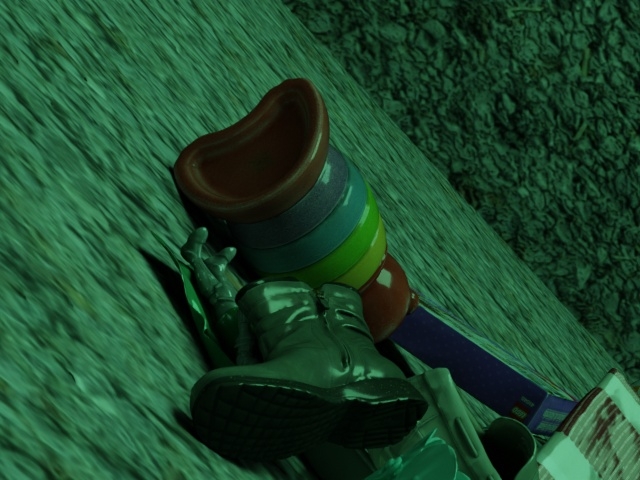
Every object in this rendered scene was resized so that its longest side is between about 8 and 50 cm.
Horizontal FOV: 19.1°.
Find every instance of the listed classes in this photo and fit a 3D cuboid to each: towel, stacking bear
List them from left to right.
[{"bbox_3d":[0.000,0.000,2.027,0.289,0.175,0.164,53,6,-38],"label":"stacking bear"},{"bbox_3d":[0.285,0.315,1.947,0.237,0.037,0.329,52,52,-7],"label":"towel"}]

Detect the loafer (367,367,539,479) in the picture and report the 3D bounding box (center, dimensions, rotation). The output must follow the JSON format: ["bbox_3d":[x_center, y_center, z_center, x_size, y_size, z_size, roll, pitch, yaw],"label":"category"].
[{"bbox_3d":[0.159,0.221,1.752,0.319,0.111,0.112,42,17,-43],"label":"loafer"}]

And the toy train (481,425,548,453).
[{"bbox_3d":[0.236,0.296,2.117,0.190,0.142,0.334,44,8,25],"label":"toy train"}]

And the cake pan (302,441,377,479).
[{"bbox_3d":[0.037,0.182,1.826,0.293,0.054,0.293,49,11,-13],"label":"cake pan"}]

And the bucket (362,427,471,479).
[{"bbox_3d":[0.079,0.281,1.212,0.281,0.183,0.281,56,-2,2],"label":"bucket"}]

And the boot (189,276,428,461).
[{"bbox_3d":[-0.036,0.099,1.594,0.246,0.083,0.161,6,39,-43],"label":"boot"}]

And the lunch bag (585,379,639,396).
[{"bbox_3d":[0.416,0.307,2.291,0.303,0.115,0.243,63,12,11],"label":"lunch bag"}]

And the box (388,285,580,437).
[{"bbox_3d":[0.160,0.129,2.261,0.293,0.057,0.201,34,4,20],"label":"box"}]

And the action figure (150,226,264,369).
[{"bbox_3d":[-0.063,0.091,1.689,0.137,0.063,0.232,33,22,-51],"label":"action figure"}]
